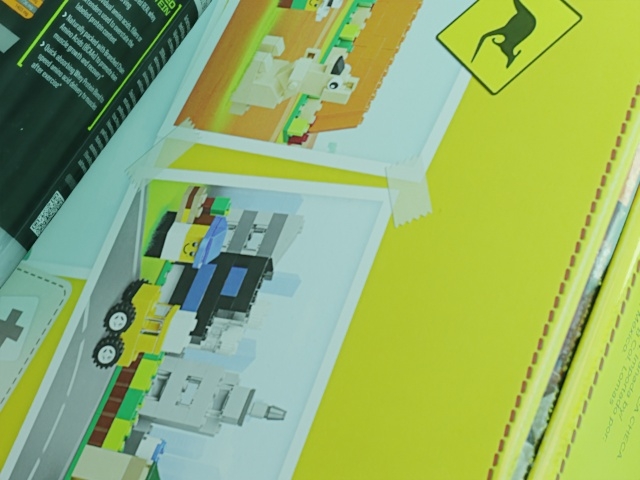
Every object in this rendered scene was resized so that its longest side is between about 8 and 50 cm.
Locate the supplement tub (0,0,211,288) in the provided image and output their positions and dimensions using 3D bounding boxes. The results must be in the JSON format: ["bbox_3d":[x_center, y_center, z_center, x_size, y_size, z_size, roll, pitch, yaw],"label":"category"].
[{"bbox_3d":[-0.113,-0.082,0.574,0.117,0.117,0.190,28,77,36],"label":"supplement tub"}]

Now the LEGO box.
[{"bbox_3d":[0.000,0.000,0.658,0.372,0.193,0.500,10,67,37],"label":"LEGO box"}]
